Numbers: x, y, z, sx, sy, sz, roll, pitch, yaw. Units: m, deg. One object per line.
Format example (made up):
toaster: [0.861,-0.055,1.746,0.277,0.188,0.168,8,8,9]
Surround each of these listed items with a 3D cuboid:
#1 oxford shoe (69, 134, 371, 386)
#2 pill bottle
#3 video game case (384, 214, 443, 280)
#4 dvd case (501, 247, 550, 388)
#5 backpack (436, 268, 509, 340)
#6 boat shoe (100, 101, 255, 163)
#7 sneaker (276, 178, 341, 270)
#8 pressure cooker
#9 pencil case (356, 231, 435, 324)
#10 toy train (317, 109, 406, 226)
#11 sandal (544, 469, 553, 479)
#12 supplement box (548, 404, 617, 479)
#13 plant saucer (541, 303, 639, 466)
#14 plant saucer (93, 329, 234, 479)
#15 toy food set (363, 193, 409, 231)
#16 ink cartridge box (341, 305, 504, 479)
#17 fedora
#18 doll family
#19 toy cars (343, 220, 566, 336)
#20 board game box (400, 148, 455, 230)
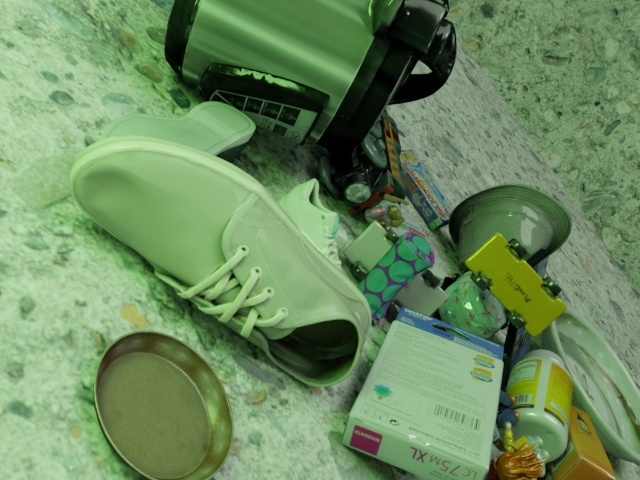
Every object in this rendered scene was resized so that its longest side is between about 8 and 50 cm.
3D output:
oxford shoe: [-0.094,0.039,0.834,0.449,0.169,0.130,40,31,-31]
pill bottle: [0.397,0.294,1.289,0.117,0.117,0.215,48,35,-7]
video game case: [0.177,0.003,1.424,0.157,0.019,0.143,24,39,-42]
dvd case: [0.402,0.151,1.398,0.022,0.253,0.180,16,16,26]
backpack: [0.295,0.126,1.357,0.182,0.115,0.152,-19,76,-57]
boat shoe: [-0.186,-0.113,0.940,0.114,0.091,0.302,37,27,14]
sneaker: [0.000,0.000,1.084,0.080,0.094,0.212,10,49,-53]
pressure cooker: [0.010,-0.345,1.111,0.420,0.375,0.370,25,39,-8]
pencil case: [0.115,0.060,1.124,0.070,0.151,0.064,42,24,3]
toy train: [0.087,-0.173,1.381,0.190,0.142,0.334,42,29,-36]
sandal: [0.564,0.551,1.272,0.416,0.102,0.169,46,26,-8]
supplement box: [0.461,0.378,1.288,0.078,0.080,0.233,33,19,0]
plant saucer: [0.607,0.335,1.594,0.400,0.100,0.400,37,31,-27]
plant saucer: [-0.161,0.172,0.714,0.168,0.029,0.168,36,31,-26]
toy food set: [0.110,-0.025,1.275,0.078,0.122,0.019,17,17,-30]
ink cartridge box: [0.162,0.216,1.022,0.186,0.065,0.311,20,29,10]
fedora: [0.396,0.009,1.527,0.244,0.275,0.124,34,56,-19]
doll family: [0.283,0.304,1.125,0.163,0.118,0.263,6,52,-53]
toy cars: [0.229,0.063,1.225,0.394,0.176,0.087,5,8,-4]
board game box: [0.238,-0.121,1.641,0.201,0.035,0.136,56,28,8]
